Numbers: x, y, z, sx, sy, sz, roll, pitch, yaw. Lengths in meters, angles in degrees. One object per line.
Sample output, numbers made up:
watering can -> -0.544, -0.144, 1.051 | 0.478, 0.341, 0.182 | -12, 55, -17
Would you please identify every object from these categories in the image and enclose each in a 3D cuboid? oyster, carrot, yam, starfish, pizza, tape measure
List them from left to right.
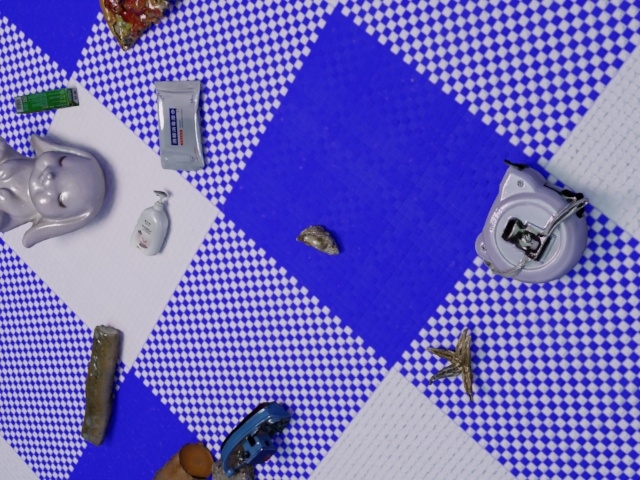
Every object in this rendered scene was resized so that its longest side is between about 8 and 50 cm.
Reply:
yam -> -0.535, 0.354, 2.094 | 0.071, 0.067, 0.318 | 25, 111, 37
pizza -> -0.402, -0.499, 1.802 | 0.193, 0.053, 0.201 | 2, 116, 40
carrot -> -0.354, 0.574, 2.023 | 0.102, 0.102, 0.263 | 51, 121, 11
oyster -> 0.000, 0.000, 1.741 | 0.083, 0.038, 0.080 | 37, 147, -12
starfish -> 0.262, 0.244, 1.626 | 0.133, 0.041, 0.130 | -37, 73, 37
tape measure -> 0.366, -0.019, 1.475 | 0.178, 0.105, 0.196 | 24, 110, 23

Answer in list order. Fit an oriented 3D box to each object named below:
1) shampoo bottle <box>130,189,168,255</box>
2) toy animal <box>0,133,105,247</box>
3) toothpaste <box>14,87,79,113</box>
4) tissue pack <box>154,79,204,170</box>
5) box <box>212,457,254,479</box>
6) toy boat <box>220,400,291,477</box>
shampoo bottle -> -0.372, -0.042, 1.927 | 0.077, 0.045, 0.152 | 35, 115, 19
toy animal -> -0.618, -0.126, 1.979 | 0.264, 0.206, 0.272 | -5, 79, 18
toothpaste -> -0.646, -0.327, 2.027 | 0.178, 0.037, 0.043 | -2, 96, 30
tissue pack -> -0.301, -0.246, 1.852 | 0.122, 0.026, 0.193 | 5, 103, 29
box -> -0.197, 0.534, 1.951 | 0.098, 0.045, 0.062 | 7, 104, 27
toy boat -> -0.143, 0.442, 1.867 | 0.223, 0.100, 0.097 | -49, 53, 27
